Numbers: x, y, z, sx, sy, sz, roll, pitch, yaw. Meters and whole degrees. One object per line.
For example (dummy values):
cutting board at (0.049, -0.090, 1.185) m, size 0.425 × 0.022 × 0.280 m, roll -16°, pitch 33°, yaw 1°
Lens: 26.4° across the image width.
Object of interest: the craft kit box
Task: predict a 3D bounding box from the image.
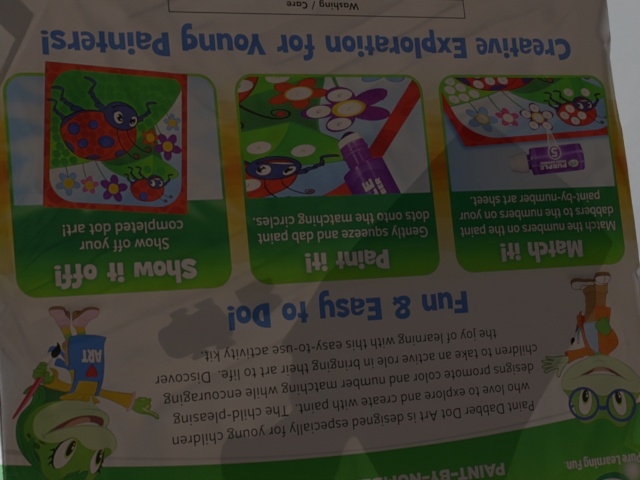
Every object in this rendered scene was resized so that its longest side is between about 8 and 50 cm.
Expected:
craft kit box at (0.000, 0.000, 0.495) m, size 0.250 × 0.061 × 0.247 m, roll -2°, pitch -101°, yaw -22°
